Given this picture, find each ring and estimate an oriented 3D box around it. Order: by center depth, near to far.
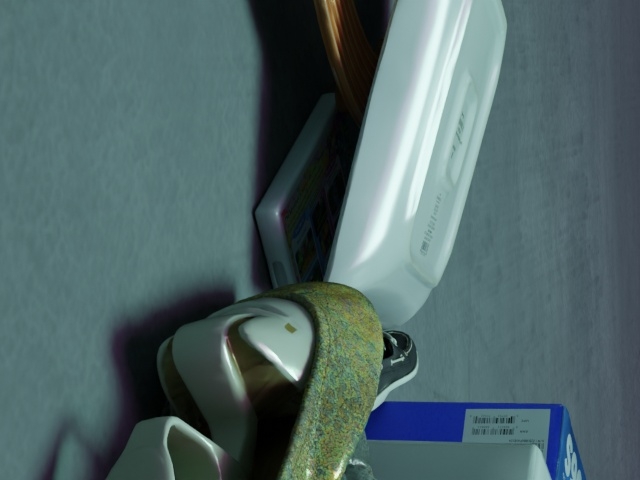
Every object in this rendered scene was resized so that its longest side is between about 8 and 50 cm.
[{"bbox_3d":[0.023,-0.231,1.143,0.336,0.032,0.336,-4,90,-74],"label":"ring"}]

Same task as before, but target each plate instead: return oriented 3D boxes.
[{"bbox_3d":[0.077,-0.076,1.144,0.277,0.045,0.278,36,69,-77],"label":"plate"}]

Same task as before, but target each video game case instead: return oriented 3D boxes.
[{"bbox_3d":[0.000,0.000,1.115,0.157,0.019,0.143,-63,147,-53],"label":"video game case"}]

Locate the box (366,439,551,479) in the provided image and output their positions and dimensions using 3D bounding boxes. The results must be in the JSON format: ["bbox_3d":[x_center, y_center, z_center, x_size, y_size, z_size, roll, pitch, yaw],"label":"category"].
[{"bbox_3d":[0.054,0.324,1.031,0.215,0.168,0.345,67,29,-48],"label":"box"}]

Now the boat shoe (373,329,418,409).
[{"bbox_3d":[0.038,0.085,1.187,0.125,0.046,0.038,-34,126,-58],"label":"boat shoe"}]

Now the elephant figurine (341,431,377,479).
[{"bbox_3d":[-0.003,0.184,0.933,0.186,0.239,0.169,-10,117,-45],"label":"elephant figurine"}]

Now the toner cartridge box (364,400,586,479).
[{"bbox_3d":[0.128,0.245,1.260,0.348,0.165,0.075,67,30,-48],"label":"toner cartridge box"}]

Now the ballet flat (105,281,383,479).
[{"bbox_3d":[-0.050,0.109,0.833,0.348,0.123,0.123,-70,152,-47],"label":"ballet flat"}]
